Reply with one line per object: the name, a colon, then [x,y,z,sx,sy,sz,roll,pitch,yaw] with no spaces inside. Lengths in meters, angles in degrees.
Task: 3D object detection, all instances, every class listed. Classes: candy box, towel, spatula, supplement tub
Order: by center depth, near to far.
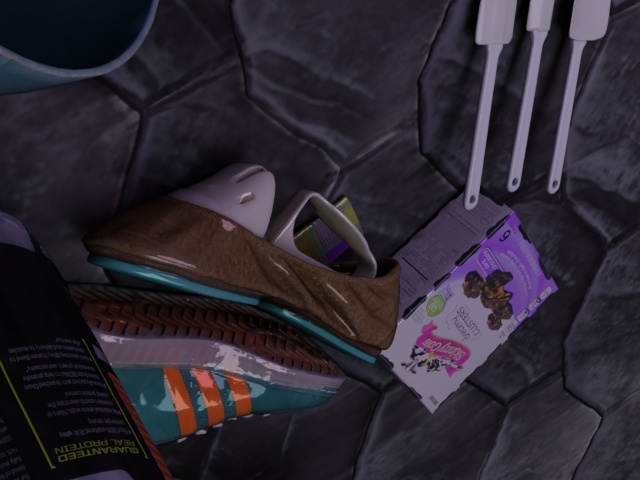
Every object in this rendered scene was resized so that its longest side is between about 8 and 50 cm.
supplement tub: [-0.213,0.156,0.708,0.207,0.338,0.207,-26,149,-17]
towel: [0.000,0.000,1.029,0.083,0.009,0.060,-38,137,-11]
spatula: [0.204,-0.151,1.039,0.168,0.019,0.242,-10,114,-38]
candy box: [0.136,0.063,1.142,0.196,0.070,0.165,-44,138,-3]

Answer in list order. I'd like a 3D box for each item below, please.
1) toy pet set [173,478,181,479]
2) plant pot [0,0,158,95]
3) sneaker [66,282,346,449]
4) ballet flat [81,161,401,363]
toy pet set: [-0.181,0.237,0.988,0.114,0.122,0.065,-8,121,-11]
plant pot: [-0.235,-0.191,0.523,0.195,0.290,0.290,-15,143,20]
sneaker: [-0.119,0.121,0.961,0.302,0.108,0.121,14,113,-36]
ballet flat: [-0.044,0.008,0.930,0.342,0.116,0.124,24,85,-41]
